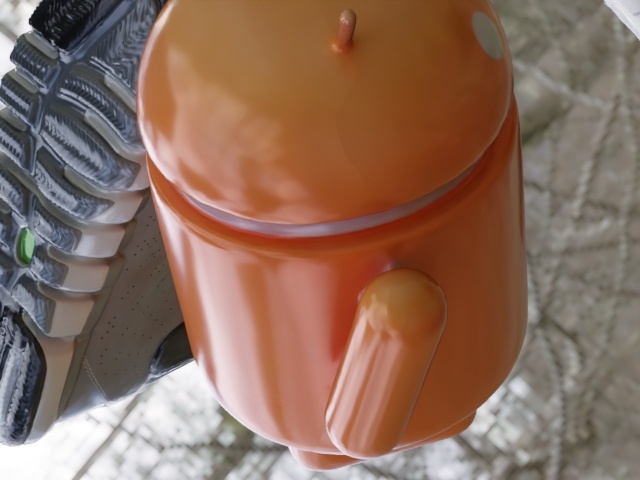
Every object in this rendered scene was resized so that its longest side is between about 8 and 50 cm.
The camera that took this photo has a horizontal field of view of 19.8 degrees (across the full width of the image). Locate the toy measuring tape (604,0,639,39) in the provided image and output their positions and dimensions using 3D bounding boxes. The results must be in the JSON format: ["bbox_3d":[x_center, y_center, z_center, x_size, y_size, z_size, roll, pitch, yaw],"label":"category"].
[{"bbox_3d":[0.253,-0.109,1.083,0.330,0.121,0.121,53,-178,-28],"label":"toy measuring tape"}]

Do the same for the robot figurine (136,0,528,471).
[{"bbox_3d":[0.008,-0.014,0.626,0.128,0.158,0.219,13,139,22],"label":"robot figurine"}]

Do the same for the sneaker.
[{"bbox_3d":[-0.070,-0.022,0.771,0.132,0.229,0.086,-9,-138,-46],"label":"sneaker"}]
